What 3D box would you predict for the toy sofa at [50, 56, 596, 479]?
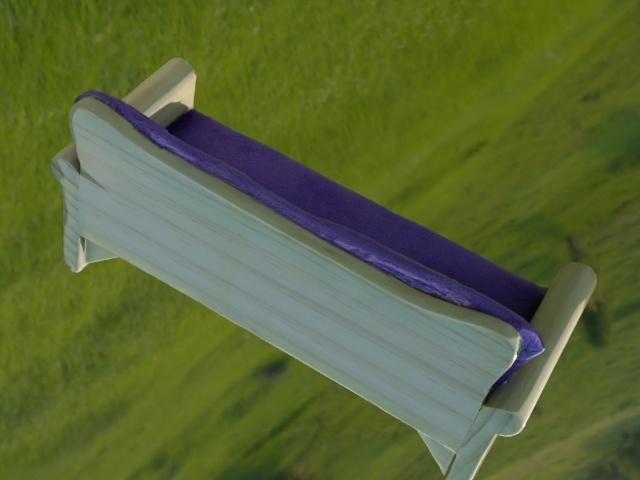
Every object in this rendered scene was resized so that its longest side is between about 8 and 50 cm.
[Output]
[{"bbox_3d":[0.000,0.000,0.744,0.150,0.363,0.177,-50,162,-40],"label":"toy sofa"}]
